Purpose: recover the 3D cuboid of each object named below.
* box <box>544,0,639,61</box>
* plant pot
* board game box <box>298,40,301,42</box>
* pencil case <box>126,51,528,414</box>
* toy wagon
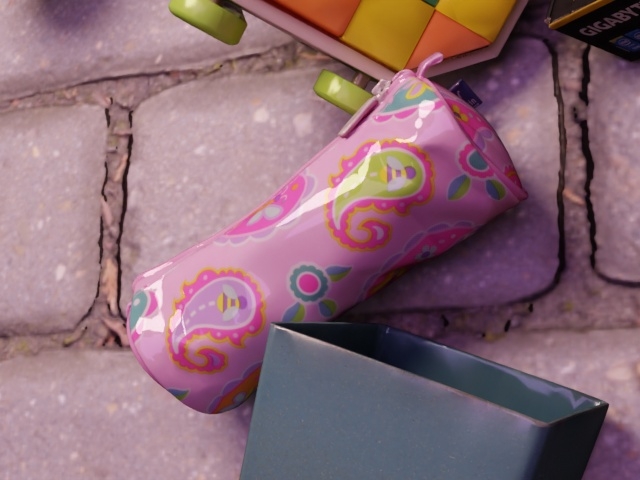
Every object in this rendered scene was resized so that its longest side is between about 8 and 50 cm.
[{"bbox_3d":[0.264,-0.261,0.554,0.079,0.322,0.257,17,83,-15],"label":"box"},{"bbox_3d":[0.044,0.184,0.595,0.165,0.165,0.234,17,92,27],"label":"plant pot"},{"bbox_3d":[-0.063,-0.342,0.826,0.303,0.097,0.224,40,93,28],"label":"board game box"},{"bbox_3d":[0.000,0.000,0.684,0.284,0.124,0.124,-38,64,13],"label":"pencil case"},{"bbox_3d":[-0.004,-0.252,0.681,0.344,0.068,0.267,27,96,-13],"label":"toy wagon"}]
